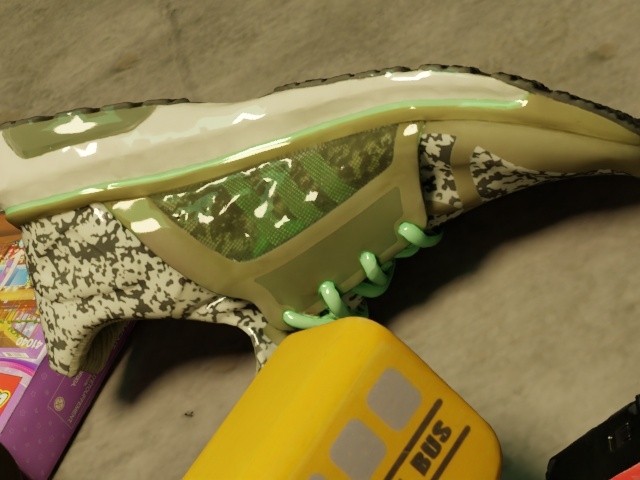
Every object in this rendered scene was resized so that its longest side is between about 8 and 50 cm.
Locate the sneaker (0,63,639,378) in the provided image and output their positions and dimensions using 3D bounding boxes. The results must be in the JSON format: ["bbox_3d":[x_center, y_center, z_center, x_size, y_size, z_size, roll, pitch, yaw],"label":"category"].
[{"bbox_3d":[0.000,0.000,1.061,0.410,0.158,0.182,-6,90,19],"label":"sneaker"}]

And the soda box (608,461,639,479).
[{"bbox_3d":[0.185,0.208,0.705,0.092,0.083,0.263,-31,52,10],"label":"soda box"}]

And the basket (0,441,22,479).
[{"bbox_3d":[-0.304,0.163,1.090,0.226,0.204,0.154,5,89,28],"label":"basket"}]

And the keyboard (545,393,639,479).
[{"bbox_3d":[0.158,0.165,0.850,0.100,0.038,0.192,-41,36,36],"label":"keyboard"}]

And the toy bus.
[{"bbox_3d":[-0.042,0.203,0.845,0.333,0.130,0.108,-54,17,-26],"label":"toy bus"}]

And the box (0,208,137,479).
[{"bbox_3d":[-0.254,0.049,1.231,0.293,0.057,0.201,5,56,39],"label":"box"}]
